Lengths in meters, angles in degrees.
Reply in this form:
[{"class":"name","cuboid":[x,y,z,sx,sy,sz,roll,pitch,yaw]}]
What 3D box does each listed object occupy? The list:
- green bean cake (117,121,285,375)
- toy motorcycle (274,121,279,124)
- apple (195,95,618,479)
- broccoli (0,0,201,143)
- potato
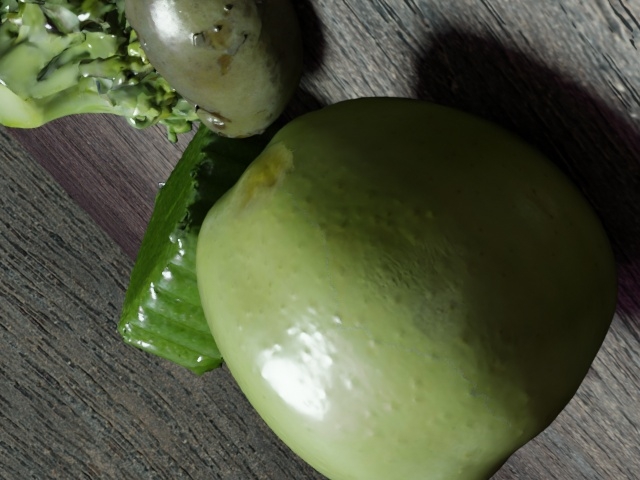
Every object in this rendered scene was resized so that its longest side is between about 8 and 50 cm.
[{"class":"green bean cake","cuboid":[-0.119,0.000,1.305,0.156,0.247,0.250,22,137,-14]},{"class":"toy motorcycle","cuboid":[0.000,0.000,1.457,0.326,0.148,0.221,44,143,22]},{"class":"apple","cuboid":[0.077,0.040,0.982,0.357,0.357,0.357,40,164,14]},{"class":"broccoli","cuboid":[-0.272,-0.260,1.338,0.324,0.272,0.334,1,145,6]},{"class":"potato","cuboid":[-0.102,-0.211,1.140,0.165,0.165,0.262,37,167,25]}]
